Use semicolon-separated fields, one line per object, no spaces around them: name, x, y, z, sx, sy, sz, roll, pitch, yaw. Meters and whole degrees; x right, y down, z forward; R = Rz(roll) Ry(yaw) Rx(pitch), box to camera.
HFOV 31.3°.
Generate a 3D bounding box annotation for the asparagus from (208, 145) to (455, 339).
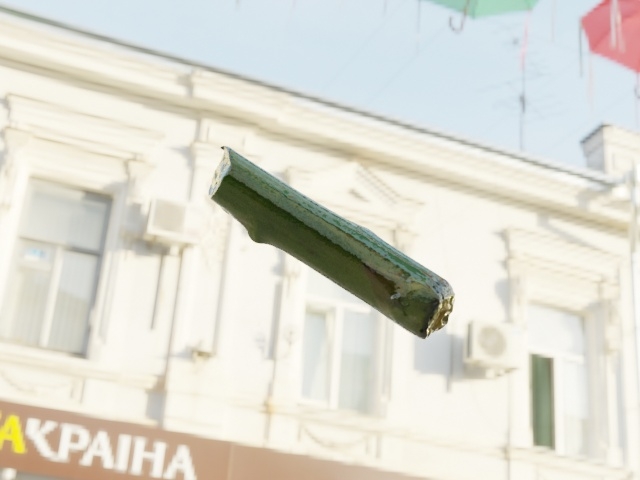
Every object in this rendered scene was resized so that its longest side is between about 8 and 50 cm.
asparagus;0.000;-0.001;1.062;0.278;0.067;0.060;30;-17;16
